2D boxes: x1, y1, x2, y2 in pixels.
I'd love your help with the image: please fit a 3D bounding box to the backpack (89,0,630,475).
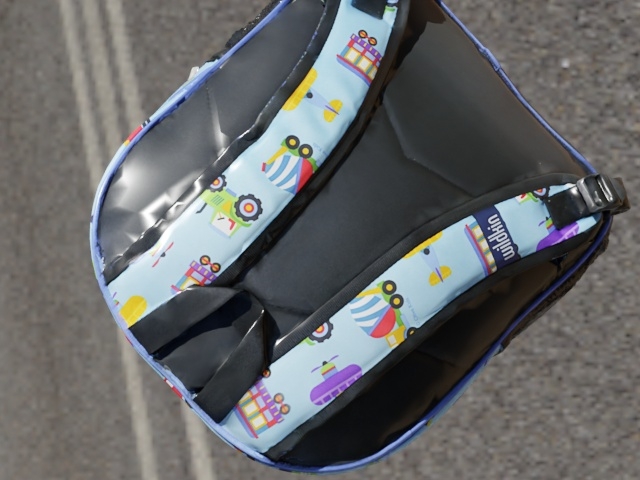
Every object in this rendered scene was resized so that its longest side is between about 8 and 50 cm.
[{"bbox_3d":[0.000,0.000,0.533,0.158,0.173,0.117,47,158,-3],"label":"backpack"}]
